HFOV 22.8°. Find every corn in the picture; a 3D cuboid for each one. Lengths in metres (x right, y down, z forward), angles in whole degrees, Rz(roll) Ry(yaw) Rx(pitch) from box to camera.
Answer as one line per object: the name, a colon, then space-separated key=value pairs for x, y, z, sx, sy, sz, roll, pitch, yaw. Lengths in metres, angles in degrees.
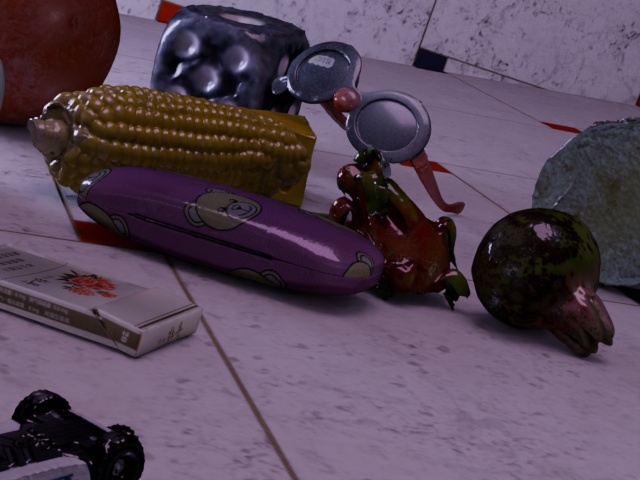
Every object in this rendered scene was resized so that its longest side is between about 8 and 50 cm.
corn: x=-0.166 y=-0.102 z=1.777 sx=0.347 sy=0.130 sz=0.130 roll=4 pitch=15 yaw=-34

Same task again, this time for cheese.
cheese: x=-0.102 y=-0.114 z=1.969 sx=0.171 sy=0.093 sz=0.126 roll=11 pitch=16 yaw=-9

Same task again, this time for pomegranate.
pomegranate: x=0.220 y=0.049 z=1.577 sx=0.125 sy=0.163 sz=0.138 roll=-24 pitch=-25 yaw=28

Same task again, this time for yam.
yam: x=0.374 y=-0.053 z=1.947 sx=0.201 sy=0.202 sz=0.271 roll=-21 pitch=1 yaw=28

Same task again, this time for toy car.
toy car: x=-0.167 y=0.132 z=0.870 sx=0.080 sy=0.070 sz=0.171 roll=22 pitch=17 yaw=36

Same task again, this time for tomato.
tomato: x=-0.393 y=-0.272 z=2.009 sx=0.265 sy=0.265 sz=0.265 roll=12 pitch=13 yaw=-3

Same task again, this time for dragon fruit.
dragon fruit: x=0.067 y=-0.006 z=1.623 sx=0.142 sy=0.175 sz=0.138 roll=-15 pitch=11 yaw=4

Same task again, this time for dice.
dice: x=-0.127 y=-0.233 z=2.264 sx=0.181 sy=0.183 sz=0.182 roll=19 pitch=15 yaw=18

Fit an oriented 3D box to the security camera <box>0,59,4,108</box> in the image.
security camera: x=-0.433 y=-0.157 z=1.634 sx=0.194 sy=0.194 sz=0.236 roll=16 pitch=8 yaw=14

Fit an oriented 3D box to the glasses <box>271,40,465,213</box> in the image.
glasses: x=0.072 y=-0.117 z=2.045 sx=0.234 sy=0.118 sz=0.268 roll=41 pitch=-10 yaw=33

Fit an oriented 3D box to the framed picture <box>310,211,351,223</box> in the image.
framed picture: x=0.000 y=0.000 z=1.748 sx=0.150 sy=0.015 sz=0.203 roll=6 pitch=15 yaw=-26

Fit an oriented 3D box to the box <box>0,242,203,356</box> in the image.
box: x=-0.208 y=0.045 z=1.311 sx=0.198 sy=0.029 sz=0.109 roll=17 pitch=13 yaw=19

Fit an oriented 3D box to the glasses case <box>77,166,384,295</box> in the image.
glasses case: x=-0.090 y=-0.011 z=1.564 sx=0.316 sy=0.076 sz=0.123 roll=17 pitch=13 yaw=18
